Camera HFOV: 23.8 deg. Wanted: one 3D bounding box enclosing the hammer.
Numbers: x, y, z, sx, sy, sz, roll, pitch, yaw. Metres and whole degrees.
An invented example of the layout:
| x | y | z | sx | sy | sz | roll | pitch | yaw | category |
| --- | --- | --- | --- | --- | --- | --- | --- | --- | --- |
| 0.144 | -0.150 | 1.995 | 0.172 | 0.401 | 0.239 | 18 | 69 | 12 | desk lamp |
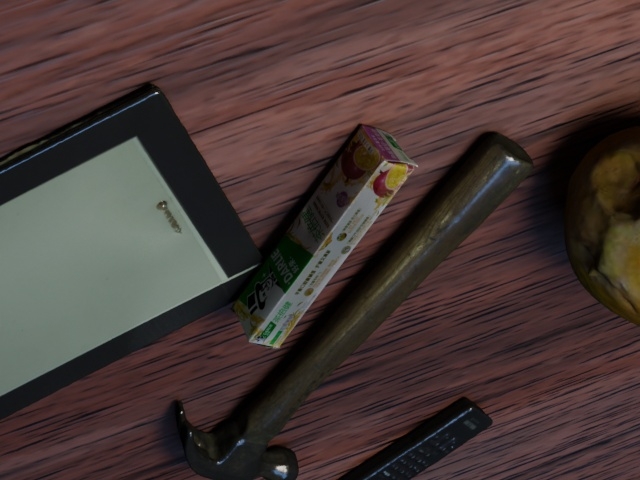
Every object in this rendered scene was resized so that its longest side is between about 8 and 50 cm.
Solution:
| x | y | z | sx | sy | sz | roll | pitch | yaw | category |
| --- | --- | --- | --- | --- | --- | --- | --- | --- | --- |
| 0.031 | 0.071 | 1.358 | 0.168 | 0.044 | 0.440 | 18 | 124 | -42 | hammer |

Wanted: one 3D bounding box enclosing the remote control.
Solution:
| x | y | z | sx | sy | sz | roll | pitch | yaw | category |
| --- | --- | --- | --- | --- | --- | --- | --- | --- | --- |
| 0.068 | 0.242 | 1.579 | 0.245 | 0.025 | 0.063 | -35 | 141 | 10 | remote control |

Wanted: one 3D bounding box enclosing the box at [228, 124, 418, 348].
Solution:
| x | y | z | sx | sy | sz | roll | pitch | yaw | category |
| --- | --- | --- | --- | --- | --- | --- | --- | --- | --- |
| 0.000 | 0.000 | 1.242 | 0.041 | 0.050 | 0.207 | 15 | 121 | -41 | box |

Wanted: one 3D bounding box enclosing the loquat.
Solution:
| x | y | z | sx | sy | sz | roll | pitch | yaw | category |
| --- | --- | --- | --- | --- | --- | --- | --- | --- | --- |
| 0.302 | -0.005 | 1.310 | 0.179 | 0.179 | 0.227 | -36 | 144 | 12 | loquat |

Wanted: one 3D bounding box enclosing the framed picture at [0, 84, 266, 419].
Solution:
| x | y | z | sx | sy | sz | roll | pitch | yaw | category |
| --- | --- | --- | --- | --- | --- | --- | --- | --- | --- |
| -0.230 | 0.037 | 1.202 | 0.347 | 0.016 | 0.265 | -27 | 140 | 2 | framed picture |
